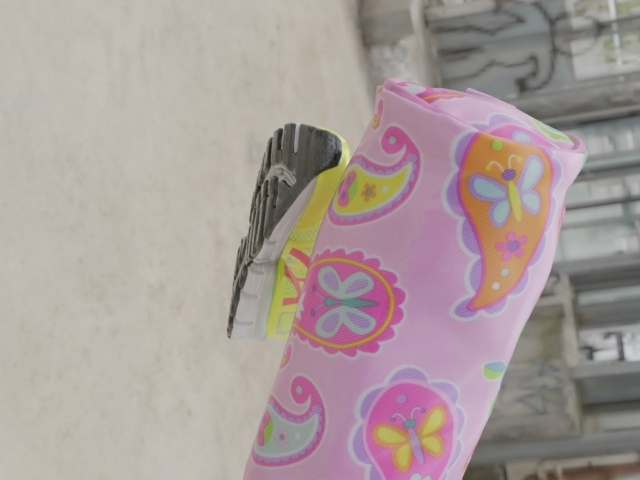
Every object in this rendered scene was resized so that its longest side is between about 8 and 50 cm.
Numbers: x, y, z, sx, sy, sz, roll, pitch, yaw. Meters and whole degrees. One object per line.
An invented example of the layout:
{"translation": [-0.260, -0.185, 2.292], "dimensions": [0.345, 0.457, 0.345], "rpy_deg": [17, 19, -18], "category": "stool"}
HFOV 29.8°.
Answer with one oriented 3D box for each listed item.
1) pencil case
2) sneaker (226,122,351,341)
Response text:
{"translation": [0.043, 0.058, 0.650], "dimensions": [0.124, 0.124, 0.284], "rpy_deg": [-38, 147, -73], "category": "pencil case"}
{"translation": [0.000, 0.000, 0.755], "dimensions": [0.208, 0.094, 0.081], "rpy_deg": [111, -12, -58], "category": "sneaker"}
